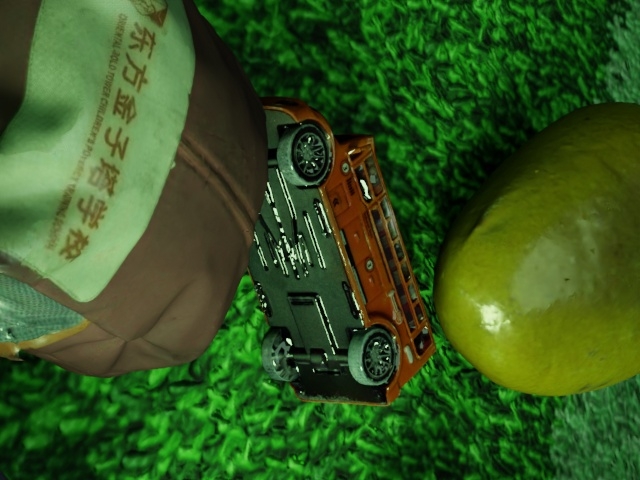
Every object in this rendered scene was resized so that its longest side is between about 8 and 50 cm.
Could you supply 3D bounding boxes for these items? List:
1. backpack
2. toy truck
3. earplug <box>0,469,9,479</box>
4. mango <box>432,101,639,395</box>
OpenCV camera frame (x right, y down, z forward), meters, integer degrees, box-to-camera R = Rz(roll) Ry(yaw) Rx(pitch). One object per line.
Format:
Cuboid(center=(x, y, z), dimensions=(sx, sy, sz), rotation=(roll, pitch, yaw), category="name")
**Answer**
Cuboid(center=(-0.149, -0.051, 0.913), dimensions=(0.317, 0.197, 0.283), rotation=(46, 58, -60), category="backpack")
Cuboid(center=(0.000, 0.000, 1.126), dimensions=(0.114, 0.107, 0.252), rotation=(-36, 115, -43), category="toy truck")
Cuboid(center=(-0.265, 0.157, 0.775), dimensions=(0.215, 0.215, 0.456), rotation=(-47, 118, -37), category="earplug")
Cuboid(center=(0.240, 0.012, 1.323), dimensions=(0.365, 0.182, 0.252), rotation=(-22, 105, -46), category="mango")
